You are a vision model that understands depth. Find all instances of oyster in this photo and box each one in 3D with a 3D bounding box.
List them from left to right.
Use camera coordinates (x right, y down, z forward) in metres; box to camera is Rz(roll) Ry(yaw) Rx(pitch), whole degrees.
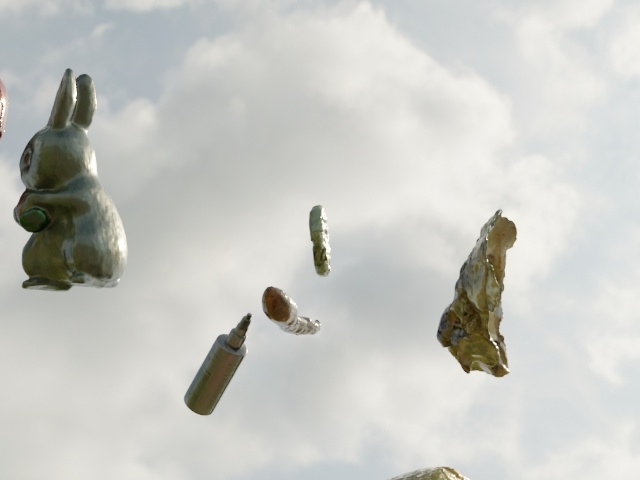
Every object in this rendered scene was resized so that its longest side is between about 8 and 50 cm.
[{"bbox_3d":[0.214,0.080,1.579,0.107,0.161,0.233,10,-60,22],"label":"oyster"}]

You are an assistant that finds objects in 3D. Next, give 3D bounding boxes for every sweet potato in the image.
[{"bbox_3d":[-0.045,0.119,1.791,0.050,0.050,0.214,-14,-23,13],"label":"sweet potato"}]

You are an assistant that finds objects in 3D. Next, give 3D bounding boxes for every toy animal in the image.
[{"bbox_3d":[-0.276,-0.056,1.259,0.108,0.236,0.138,-16,-16,26],"label":"toy animal"}]

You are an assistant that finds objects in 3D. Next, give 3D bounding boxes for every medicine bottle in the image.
[{"bbox_3d":[-0.158,0.195,1.884,0.057,0.058,0.199,21,-63,-21],"label":"medicine bottle"}]

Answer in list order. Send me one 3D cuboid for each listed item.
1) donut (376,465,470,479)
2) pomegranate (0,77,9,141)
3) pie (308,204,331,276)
[{"bbox_3d":[0.145,0.361,1.148,0.110,0.303,0.303,-29,-50,16],"label":"donut"},{"bbox_3d":[-0.522,-0.178,1.503,0.210,0.235,0.210,-38,-18,-15],"label":"pomegranate"},{"bbox_3d":[0.000,0.000,1.329,0.020,0.084,0.084,-5,-44,4],"label":"pie"}]
